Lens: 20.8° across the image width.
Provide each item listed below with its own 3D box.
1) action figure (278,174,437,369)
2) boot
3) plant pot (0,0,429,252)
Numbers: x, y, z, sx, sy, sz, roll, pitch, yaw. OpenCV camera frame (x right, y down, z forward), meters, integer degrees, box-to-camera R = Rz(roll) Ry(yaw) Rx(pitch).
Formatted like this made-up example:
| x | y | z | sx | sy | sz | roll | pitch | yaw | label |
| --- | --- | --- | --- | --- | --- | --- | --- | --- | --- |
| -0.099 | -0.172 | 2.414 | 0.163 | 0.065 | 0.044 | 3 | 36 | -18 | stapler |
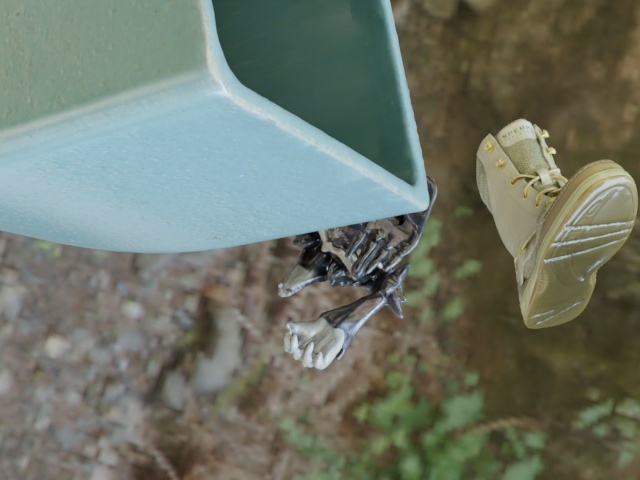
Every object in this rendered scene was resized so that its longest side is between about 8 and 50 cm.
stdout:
| x | y | z | sx | sy | sz | roll | pitch | yaw | label |
| --- | --- | --- | --- | --- | --- | --- | --- | --- | --- |
| 0.000 | 0.000 | 1.347 | 0.141 | 0.164 | 0.275 | -34 | 172 | -16 | action figure |
| 0.196 | -0.043 | 1.507 | 0.213 | 0.077 | 0.165 | 104 | -27 | -55 | boot |
| -0.121 | -0.119 | 0.922 | 0.247 | 0.252 | 0.247 | 26 | 50 | -62 | plant pot |
